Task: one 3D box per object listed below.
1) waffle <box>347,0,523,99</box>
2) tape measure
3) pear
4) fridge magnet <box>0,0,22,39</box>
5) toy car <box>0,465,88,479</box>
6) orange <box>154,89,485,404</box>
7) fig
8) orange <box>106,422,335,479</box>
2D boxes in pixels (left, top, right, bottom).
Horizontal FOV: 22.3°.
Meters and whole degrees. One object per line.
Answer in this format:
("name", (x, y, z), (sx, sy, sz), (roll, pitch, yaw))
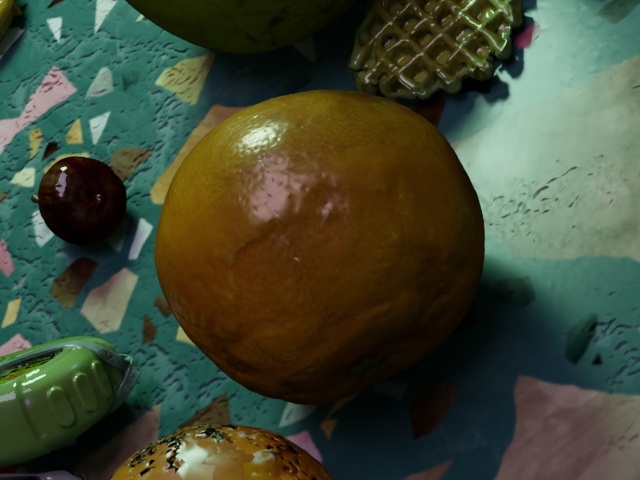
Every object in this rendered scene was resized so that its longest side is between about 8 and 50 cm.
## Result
("waffle", (0.110, -0.207, 1.515), (0.169, 0.036, 0.184), (-2, 60, 29))
("tape measure", (-0.254, 0.144, 1.434), (0.177, 0.088, 0.154), (-19, 9, 23))
("pear", (-0.075, -0.307, 1.560), (0.307, 0.253, 0.253), (15, 68, 31))
("fridge magnet", (-0.408, -0.261, 1.866), (0.143, 0.063, 0.143), (-16, 53, 22))
("toy car", (-0.293, 0.252, 1.395), (0.209, 0.108, 0.089), (-22, 50, 18))
("orange", (0.000, 0.000, 1.287), (0.261, 0.261, 0.261), (-17, 51, 22))
("fig", (-0.246, -0.036, 1.603), (0.125, 0.089, 0.089), (-10, 49, 61))
("orange", (-0.078, 0.252, 1.217), (0.234, 0.182, 0.234), (-8, 54, 12))
